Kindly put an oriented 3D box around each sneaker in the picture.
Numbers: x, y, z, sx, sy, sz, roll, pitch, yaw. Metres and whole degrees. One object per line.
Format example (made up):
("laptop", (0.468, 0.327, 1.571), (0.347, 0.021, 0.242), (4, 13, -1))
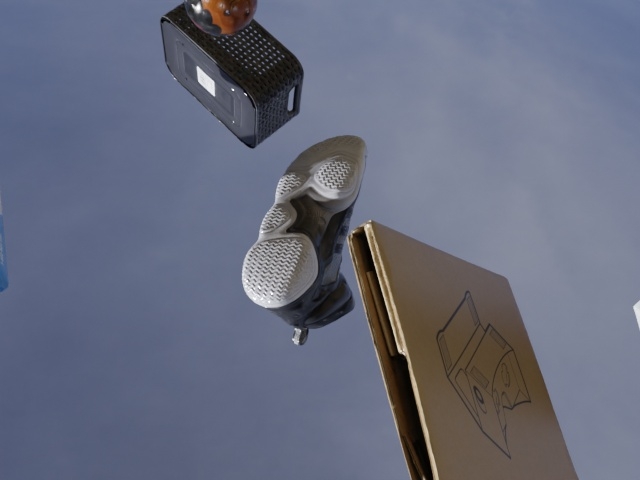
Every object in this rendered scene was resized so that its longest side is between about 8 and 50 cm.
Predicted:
("sneaker", (0.000, 0.000, 0.996), (0.101, 0.153, 0.269), (9, -124, 29))

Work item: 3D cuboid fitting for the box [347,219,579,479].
("box", (0.098, 0.084, 0.501), (0.201, 0.021, 0.165), (20, -130, -52))

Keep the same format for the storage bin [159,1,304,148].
("storage bin", (-0.115, -0.222, 1.011), (0.180, 0.122, 0.084), (43, -112, 14))

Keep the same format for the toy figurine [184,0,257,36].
("toy figurine", (-0.105, -0.242, 0.548), (0.209, 0.148, 0.213), (20, -149, -5))

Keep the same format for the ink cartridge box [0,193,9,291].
("ink cartridge box", (-0.440, -0.087, 0.729), (0.129, 0.307, 0.223), (-27, -134, 1))

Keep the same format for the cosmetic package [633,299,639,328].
("cosmetic package", (0.485, 0.036, 0.868), (0.097, 0.377, 0.284), (39, -90, 31))
